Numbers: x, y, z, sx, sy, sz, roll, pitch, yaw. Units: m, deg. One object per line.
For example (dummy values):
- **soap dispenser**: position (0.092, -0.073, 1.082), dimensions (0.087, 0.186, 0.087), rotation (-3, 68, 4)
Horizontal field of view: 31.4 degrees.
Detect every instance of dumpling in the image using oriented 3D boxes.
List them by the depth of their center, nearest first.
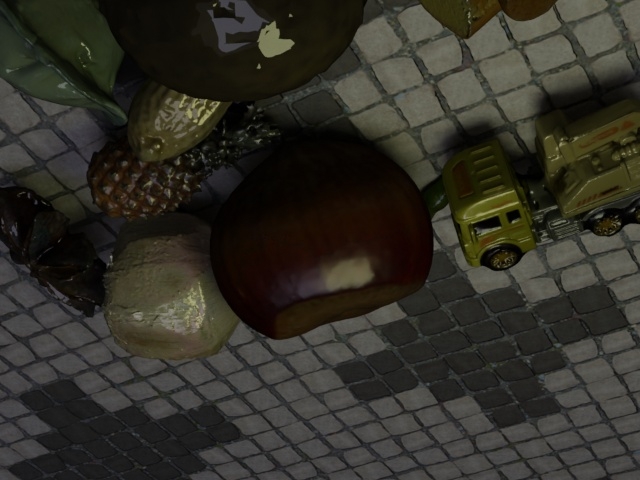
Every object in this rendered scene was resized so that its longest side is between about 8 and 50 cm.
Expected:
- **dumpling**: position (-0.430, -0.334, 1.859), dimensions (0.321, 0.211, 0.270), rotation (16, 174, -31)

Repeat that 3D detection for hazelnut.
- **hazelnut**: position (0.000, 0.000, 2.095), dimensions (0.410, 0.359, 0.359), rotation (-9, 138, -7)

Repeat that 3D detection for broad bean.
- **broad bean**: position (0.235, -0.094, 2.186), dimensions (0.052, 0.053, 0.256), rotation (51, 129, 12)

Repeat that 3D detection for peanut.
- **peanut**: position (-0.218, -0.262, 1.926), dimensions (0.152, 0.152, 0.313), rotation (28, 107, -25)

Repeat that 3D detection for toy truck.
- **toy truck**: position (0.419, -0.111, 2.033), dimensions (0.405, 0.180, 0.254), rotation (-19, 137, 11)

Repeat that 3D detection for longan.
- **longan**: position (-0.123, -0.387, 1.637), dimensions (0.391, 0.391, 0.391), rotation (1, 138, 1)

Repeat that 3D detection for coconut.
- **coconut**: position (-0.272, 0.090, 2.246), dimensions (0.255, 0.297, 0.297), rotation (2, 138, 13)

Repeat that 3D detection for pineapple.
- **pineapple**: position (-0.246, -0.148, 2.070), dimensions (0.361, 0.175, 0.175), rotation (-19, 134, 19)

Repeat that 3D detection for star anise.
- **star anise**: position (-0.530, 0.016, 2.241), dimensions (0.332, 0.117, 0.331), rotation (30, 151, 19)

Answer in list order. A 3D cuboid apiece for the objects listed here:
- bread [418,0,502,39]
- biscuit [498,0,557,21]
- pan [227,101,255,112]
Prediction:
- **bread**: position (0.225, -0.430, 1.817), dimensions (0.160, 0.169, 0.140), rotation (29, 150, 35)
- **biscuit**: position (0.433, -0.495, 1.637), dimensions (0.394, 0.076, 0.368), rotation (-12, 141, -20)
- **pan**: position (-0.138, -0.272, 2.028), dimensions (0.068, 0.023, 0.115), rotation (24, 136, -21)
